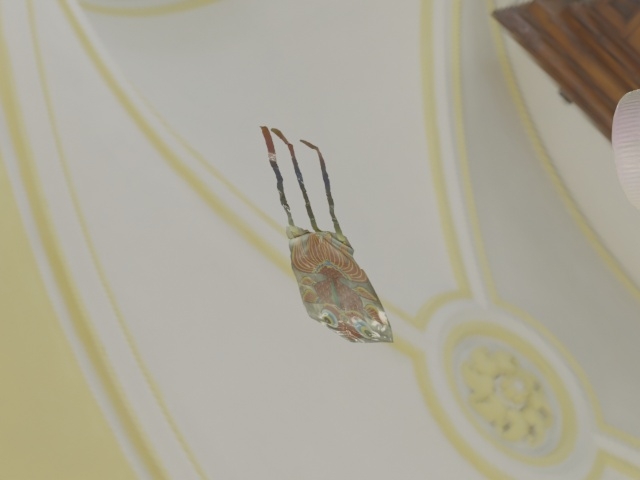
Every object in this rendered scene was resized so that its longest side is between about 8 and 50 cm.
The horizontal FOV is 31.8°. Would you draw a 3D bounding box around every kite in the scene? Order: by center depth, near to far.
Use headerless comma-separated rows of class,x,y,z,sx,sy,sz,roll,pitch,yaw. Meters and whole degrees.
kite,0.002,-0.002,1.021,0.016,0.127,0.229,-38,-55,-33

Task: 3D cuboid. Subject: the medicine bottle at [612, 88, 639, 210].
medicine bottle,0.485,-0.116,1.260,0.165,0.273,0.165,10,-103,-51
